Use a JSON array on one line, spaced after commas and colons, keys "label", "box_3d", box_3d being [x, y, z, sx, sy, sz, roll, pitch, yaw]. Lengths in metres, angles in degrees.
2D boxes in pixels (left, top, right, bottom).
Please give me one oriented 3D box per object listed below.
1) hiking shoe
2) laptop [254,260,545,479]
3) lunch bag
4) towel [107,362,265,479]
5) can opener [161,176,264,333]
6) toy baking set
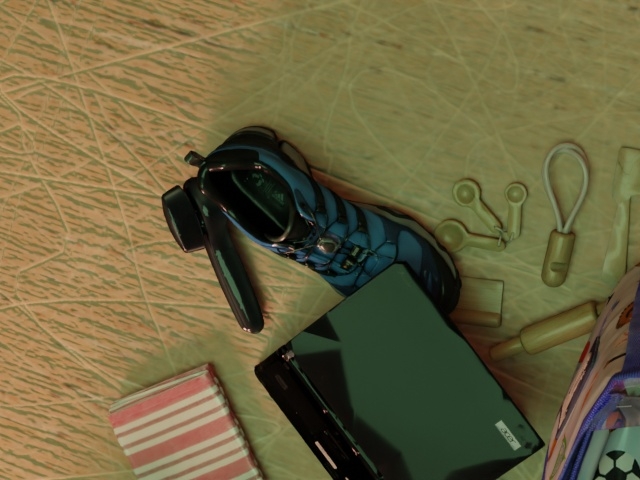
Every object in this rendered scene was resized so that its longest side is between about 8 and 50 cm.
[{"label": "hiking shoe", "box_3d": [0.000, 0.000, 1.568, 0.304, 0.132, 0.113, 32, 112, 10]}, {"label": "laptop", "box_3d": [0.070, 0.172, 1.585, 0.136, 0.264, 0.234, -36, 87, -17]}, {"label": "lunch bag", "box_3d": [0.325, 0.234, 1.402, 0.239, 0.328, 0.385, -7, 107, 18]}, {"label": "towel", "box_3d": [-0.142, 0.249, 1.735, 0.144, 0.029, 0.197, -23, 97, 22]}, {"label": "can opener", "box_3d": [-0.108, 0.017, 1.655, 0.073, 0.059, 0.186, -27, 104, -4]}, {"label": "toy baking set", "box_3d": [0.229, 0.011, 1.550, 0.256, 0.030, 0.196, -20, 96, 22]}]
